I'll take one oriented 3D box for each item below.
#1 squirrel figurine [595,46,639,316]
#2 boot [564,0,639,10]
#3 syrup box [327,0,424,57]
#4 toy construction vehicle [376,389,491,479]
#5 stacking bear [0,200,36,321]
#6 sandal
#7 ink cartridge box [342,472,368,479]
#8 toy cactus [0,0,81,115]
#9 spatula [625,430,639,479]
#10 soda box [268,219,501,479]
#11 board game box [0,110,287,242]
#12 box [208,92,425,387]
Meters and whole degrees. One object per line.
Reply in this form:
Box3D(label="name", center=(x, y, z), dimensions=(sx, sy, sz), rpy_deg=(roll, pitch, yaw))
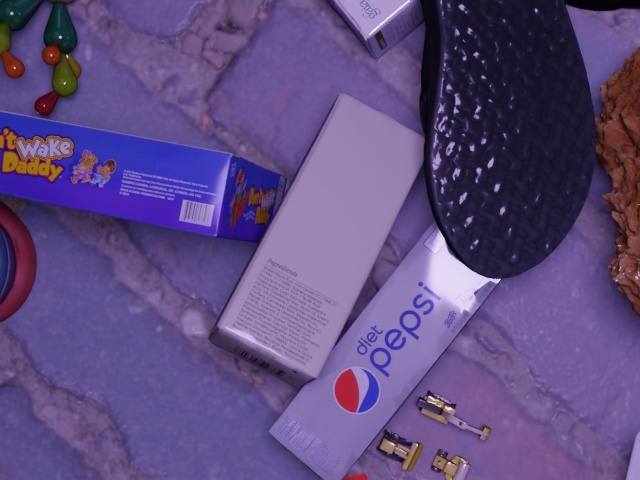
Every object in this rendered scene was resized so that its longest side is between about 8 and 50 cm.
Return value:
Box3D(label="squirrel figurine", center=(0.430, -0.094, 0.893), dimensions=(0.397, 0.281, 0.370), rpy_deg=(2, 103, 23))
Box3D(label="boot", center=(0.340, -0.344, 1.040), dimensions=(0.263, 0.091, 0.228), rpy_deg=(17, 90, 0))
Box3D(label="syrup box", center=(0.116, -0.306, 1.068), dimensions=(0.237, 0.096, 0.093), rpy_deg=(-39, 82, 7))
Box3D(label="toy construction vehicle", center=(0.118, 0.209, 1.077), dimensions=(0.098, 0.035, 0.085), rpy_deg=(28, 93, 10))
Box3D(label="stacking bear", center=(-0.428, 0.020, 1.054), dimensions=(0.164, 0.289, 0.175), rpy_deg=(13, 90, 11))
Box3D(label="sandal", center=(0.163, -0.187, 0.996), dimensions=(0.168, 0.107, 0.445), rpy_deg=(-6, 91, -9))
Box3D(label="ink cartridge box", center=(-0.002, 0.351, 1.089), dimensions=(0.146, 0.045, 0.179), rpy_deg=(-12, 88, 9))
Box3D(label="toy cactus", center=(-0.323, -0.261, 1.158), dimensions=(0.180, 0.112, 0.219), rpy_deg=(-40, 79, -13))
Box3D(label="spatula", center=(0.351, 0.308, 1.006), dimensions=(0.168, 0.019, 0.242), rpy_deg=(13, 109, 16))
Box3D(label="soda box", center=(0.073, 0.110, 1.057), dimensions=(0.091, 0.098, 0.286), rpy_deg=(38, 95, 8))
Box3D(label="board game box", center=(-0.231, -0.069, 1.051), dimensions=(0.347, 0.233, 0.078), rpy_deg=(11, 90, 10))
Box3D(label="box", center=(0.000, 0.000, 1.025), dimensions=(0.113, 0.094, 0.275), rpy_deg=(30, 72, -3))
